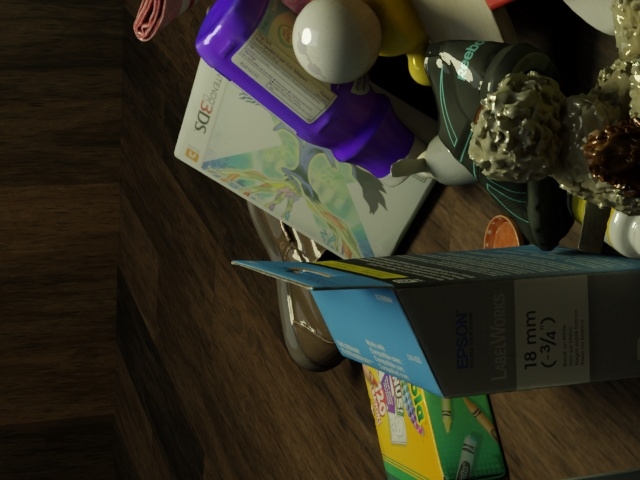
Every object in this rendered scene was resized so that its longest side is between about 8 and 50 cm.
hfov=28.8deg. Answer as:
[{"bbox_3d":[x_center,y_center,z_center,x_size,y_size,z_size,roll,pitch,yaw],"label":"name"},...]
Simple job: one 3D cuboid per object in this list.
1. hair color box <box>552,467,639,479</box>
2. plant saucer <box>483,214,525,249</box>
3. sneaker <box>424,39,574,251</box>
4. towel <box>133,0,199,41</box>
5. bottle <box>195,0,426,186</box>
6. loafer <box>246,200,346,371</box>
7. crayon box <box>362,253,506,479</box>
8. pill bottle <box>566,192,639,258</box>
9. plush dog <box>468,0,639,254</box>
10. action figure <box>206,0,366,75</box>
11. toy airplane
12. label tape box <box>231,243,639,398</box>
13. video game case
[{"bbox_3d":[0.147,0.294,1.017,0.185,0.375,0.113,107,152,-44],"label":"hair color box"},{"bbox_3d":[0.202,0.014,1.356,0.083,0.013,0.083,177,90,-70],"label":"plant saucer"},{"bbox_3d":[0.171,-0.090,1.121,0.106,0.101,0.267,22,156,34],"label":"sneaker"},{"bbox_3d":[-0.089,-0.394,1.549,0.037,0.329,0.237,42,141,6],"label":"towel"},{"bbox_3d":[-0.005,-0.167,1.387,0.092,0.283,0.118,-41,21,29],"label":"bottle"},{"bbox_3d":[0.000,0.000,1.795,0.130,0.134,0.365,-21,83,46],"label":"loafer"},{"bbox_3d":[0.124,0.175,1.500,0.165,0.081,0.278,123,140,-59],"label":"crayon box"},{"bbox_3d":[0.269,-0.023,1.085,0.116,0.065,0.065,-131,42,-59],"label":"pill bottle"},{"bbox_3d":[0.270,-0.088,0.903,0.210,0.262,0.225,52,171,-8],"label":"plush dog"},{"bbox_3d":[0.017,-0.260,1.595,0.276,0.248,0.370,35,123,46],"label":"action figure"},{"bbox_3d":[0.103,-0.234,1.193,0.386,0.272,0.384,48,160,26],"label":"toy airplane"},{"bbox_3d":[0.111,0.070,1.142,0.241,0.334,0.105,-169,76,-70],"label":"label tape box"},{"bbox_3d":[-0.018,-0.118,1.578,0.036,0.329,0.300,-56,-4,-36],"label":"video game case"}]
